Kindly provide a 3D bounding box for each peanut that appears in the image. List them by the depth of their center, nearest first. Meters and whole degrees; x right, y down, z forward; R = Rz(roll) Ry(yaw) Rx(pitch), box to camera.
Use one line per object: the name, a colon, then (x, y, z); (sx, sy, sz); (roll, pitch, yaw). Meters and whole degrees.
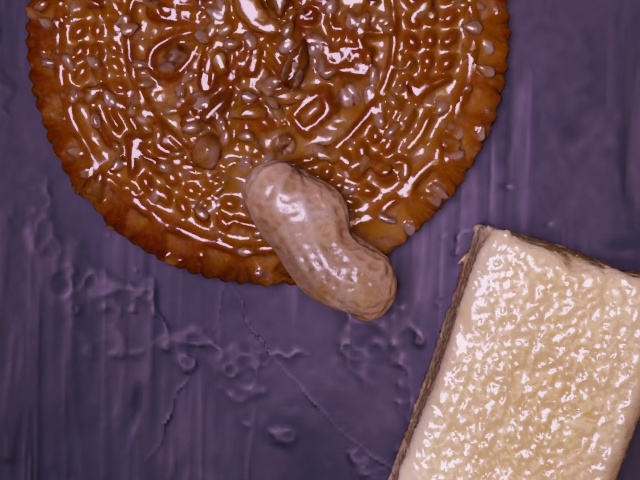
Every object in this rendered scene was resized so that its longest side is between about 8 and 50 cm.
peanut: (0.000, 0.000, 0.683); (0.054, 0.054, 0.113); (-40, 95, 5)

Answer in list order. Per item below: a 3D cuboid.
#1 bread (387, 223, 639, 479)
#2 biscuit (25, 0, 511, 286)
bread: (0.121, 0.093, 0.703); (0.125, 0.068, 0.188); (19, 95, 3)
biscuit: (-0.035, -0.122, 0.720); (0.305, 0.038, 0.305); (0, 93, 4)
